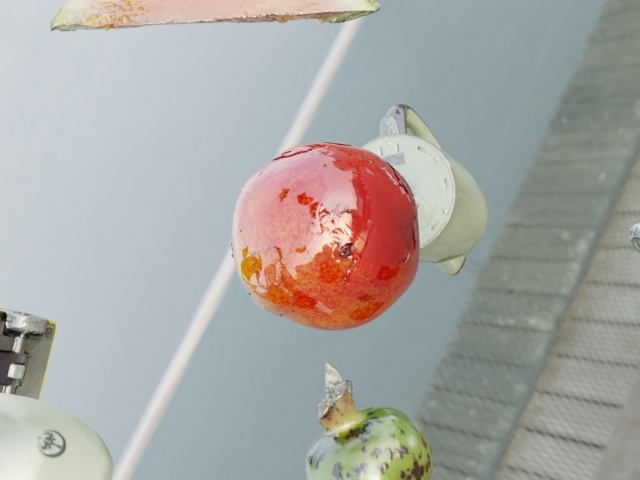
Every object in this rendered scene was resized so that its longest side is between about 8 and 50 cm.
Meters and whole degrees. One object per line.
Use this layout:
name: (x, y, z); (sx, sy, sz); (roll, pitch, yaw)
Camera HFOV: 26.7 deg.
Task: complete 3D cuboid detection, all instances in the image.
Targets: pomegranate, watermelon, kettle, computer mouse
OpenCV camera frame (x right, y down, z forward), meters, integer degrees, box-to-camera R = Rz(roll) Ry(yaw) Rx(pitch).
pomegranate: (0.035, 0.187, 1.211); (0.122, 0.161, 0.122); (-26, 10, 5)
pomegranate: (0.000, 0.000, 1.460); (0.235, 0.210, 0.210); (-31, 35, 55)
watermelon: (-0.081, -0.186, 1.031); (0.119, 0.245, 0.063); (-108, 17, -66)
kettle: (0.141, -0.077, 1.917); (0.165, 0.255, 0.240); (-13, 80, 20)
computer mouse: (-0.236, 0.143, 0.939); (0.089, 0.182, 0.056); (-77, -6, -47)

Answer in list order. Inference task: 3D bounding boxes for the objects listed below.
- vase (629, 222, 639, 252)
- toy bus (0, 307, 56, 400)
vase: (0.473, -0.040, 1.789); (0.148, 0.081, 0.081); (-47, 20, -19)
toy bus: (-0.466, 0.128, 1.562); (0.152, 0.330, 0.144); (12, 87, 34)
